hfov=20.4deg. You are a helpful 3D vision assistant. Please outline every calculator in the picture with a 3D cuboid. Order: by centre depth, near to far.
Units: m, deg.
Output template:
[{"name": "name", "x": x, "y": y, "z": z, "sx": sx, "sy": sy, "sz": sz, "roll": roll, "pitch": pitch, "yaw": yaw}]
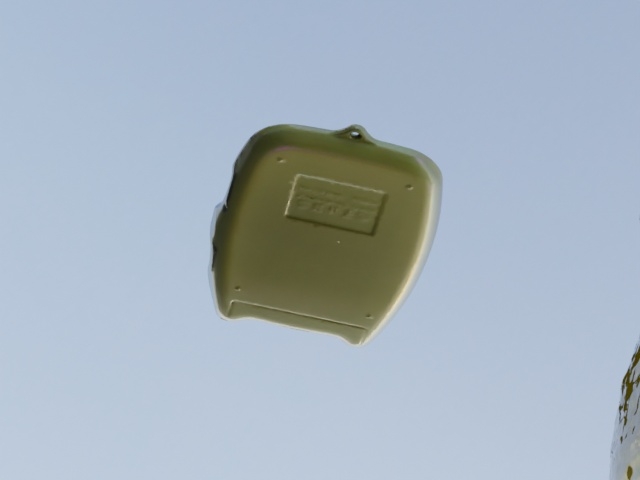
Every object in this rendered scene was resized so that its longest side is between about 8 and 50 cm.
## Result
[{"name": "calculator", "x": 0.000, "y": 0.000, "z": 1.261, "sx": 0.157, "sy": 0.033, "sz": 0.236, "roll": 12, "pitch": -40, "yaw": -4}]

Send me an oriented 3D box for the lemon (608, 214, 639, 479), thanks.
[{"name": "lemon", "x": 0.201, "y": 0.087, "z": 0.689, "sx": 0.187, "sy": 0.187, "sz": 0.244, "roll": -33, "pitch": -102, "yaw": 44}]
